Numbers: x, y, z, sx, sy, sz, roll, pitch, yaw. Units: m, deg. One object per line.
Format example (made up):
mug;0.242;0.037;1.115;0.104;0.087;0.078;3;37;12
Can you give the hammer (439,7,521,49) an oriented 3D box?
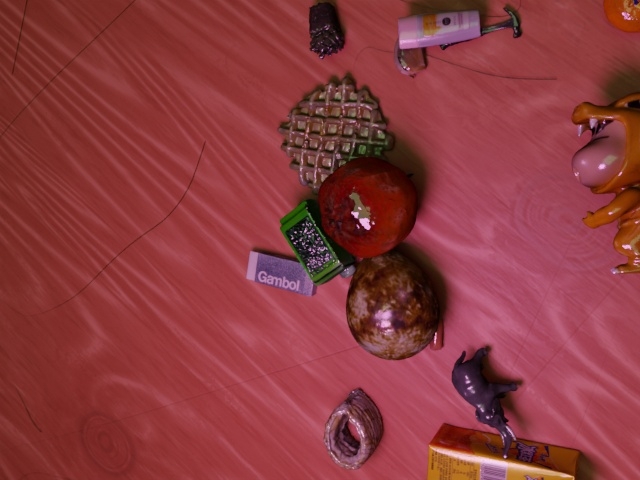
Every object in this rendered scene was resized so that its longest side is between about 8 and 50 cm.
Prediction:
hammer;0.391;-0.517;1.733;0.201;0.021;0.078;-10;91;23

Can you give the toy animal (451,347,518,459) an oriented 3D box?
toy animal;0.426;0.395;1.743;0.270;0.137;0.082;59;145;17

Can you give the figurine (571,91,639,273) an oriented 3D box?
figurine;0.724;-0.126;1.510;0.268;0.400;0.387;-12;82;61

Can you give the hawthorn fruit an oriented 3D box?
hawthorn fruit;0.144;-0.105;1.757;0.254;0.300;0.254;37;147;29

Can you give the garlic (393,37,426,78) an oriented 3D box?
garlic;0.228;-0.491;1.791;0.084;0.066;0.152;-4;96;-4

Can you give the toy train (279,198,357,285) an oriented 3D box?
toy train;0.000;0.000;1.871;0.132;0.188;0.243;-36;80;22

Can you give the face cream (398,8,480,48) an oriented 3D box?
face cream;0.289;-0.521;1.712;0.198;0.057;0.084;-5;81;12

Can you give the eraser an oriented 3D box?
eraser;-0.107;0.091;2.004;0.212;0.046;0.092;14;101;22

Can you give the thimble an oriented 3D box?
thimble;0.091;0.514;1.909;0.137;0.143;0.191;2;96;24

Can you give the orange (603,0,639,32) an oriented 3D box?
orange;0.698;-0.528;1.547;0.135;0.117;0.136;3;106;11

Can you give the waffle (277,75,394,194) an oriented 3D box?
waffle;0.037;-0.272;1.897;0.309;0.056;0.292;-34;81;22

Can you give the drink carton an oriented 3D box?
drink carton;0.456;0.565;1.748;0.351;0.154;0.111;5;100;23

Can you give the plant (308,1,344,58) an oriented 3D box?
plant;0.011;-0.555;1.861;0.094;0.092;0.143;-14;82;17

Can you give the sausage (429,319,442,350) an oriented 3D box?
sausage;0.306;0.249;1.846;0.034;0.034;0.083;2;96;24

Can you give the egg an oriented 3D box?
egg;0.182;0.160;1.783;0.238;0.238;0.290;-12;76;24
